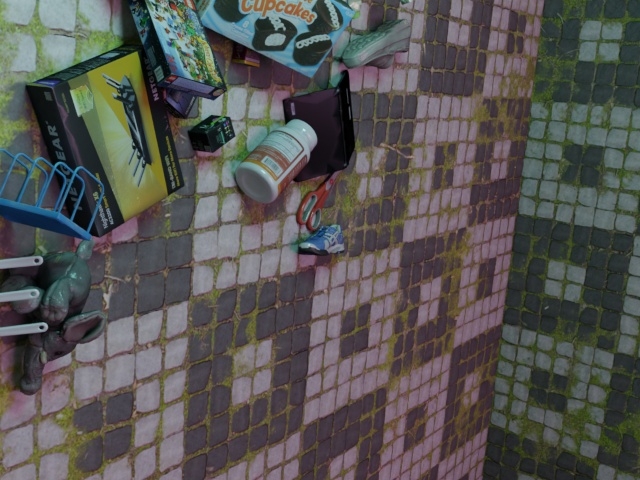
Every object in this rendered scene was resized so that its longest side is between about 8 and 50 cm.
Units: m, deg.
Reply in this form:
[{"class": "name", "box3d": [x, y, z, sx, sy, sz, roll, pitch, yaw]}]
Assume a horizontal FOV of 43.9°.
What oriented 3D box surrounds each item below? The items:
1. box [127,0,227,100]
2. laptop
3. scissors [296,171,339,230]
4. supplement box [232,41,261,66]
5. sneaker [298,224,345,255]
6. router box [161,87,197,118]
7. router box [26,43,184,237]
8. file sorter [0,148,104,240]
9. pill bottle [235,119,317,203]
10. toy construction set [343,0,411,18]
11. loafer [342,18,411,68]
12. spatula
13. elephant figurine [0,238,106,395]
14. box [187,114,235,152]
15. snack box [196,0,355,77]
[{"class": "box", "box3d": [-0.286, -0.398, 1.572, 0.159, 0.044, 0.233, 2, 61, -55]}, {"class": "laptop", "box3d": [0.004, -0.314, 2.164, 0.264, 0.137, 0.234, -70, 156, -61]}, {"class": "scissors", "box3d": [0.016, -0.159, 2.225, 0.109, 0.021, 0.297, 48, 63, -48]}, {"class": "supplement box", "box3d": [-0.168, -0.448, 1.842, 0.055, 0.043, 0.083, 0, 101, -54]}, {"class": "sneaker", "box3d": [0.000, 0.000, 2.215, 0.211, 0.080, 0.081, -11, 103, -64]}, {"class": "router box", "box3d": [-0.300, -0.335, 1.693, 0.092, 0.038, 0.122, 42, 66, -53]}, {"class": "router box", "box3d": [-0.405, -0.197, 1.547, 0.243, 0.081, 0.308, -40, 131, -42]}, {"class": "file sorter", "box3d": [-0.482, -0.082, 1.377, 0.118, 0.170, 0.104, 62, 43, -69]}, {"class": "pill bottle", "box3d": [-0.102, -0.200, 1.950, 0.216, 0.121, 0.121, -51, 138, -34]}, {"class": "toy construction set", "box3d": [0.094, -0.648, 1.989, 0.328, 0.215, 0.151, -25, 126, -34]}, {"class": "loafer", "box3d": [0.169, -0.536, 2.242, 0.319, 0.112, 0.111, -39, 122, -44]}, {"class": "spatula", "box3d": [-0.586, 0.104, 1.330, 0.242, 0.019, 0.168, -5, 102, -19]}, {"class": "elephant figurine", "box3d": [-0.496, 0.147, 1.497, 0.169, 0.186, 0.239, -105, -172, -49]}, {"class": "box", "box3d": [-0.243, -0.240, 1.785, 0.083, 0.062, 0.052, -45, 133, -39]}, {"class": "snack box", "box3d": [-0.098, -0.504, 1.756, 0.322, 0.060, 0.187, 17, 120, -39]}]
